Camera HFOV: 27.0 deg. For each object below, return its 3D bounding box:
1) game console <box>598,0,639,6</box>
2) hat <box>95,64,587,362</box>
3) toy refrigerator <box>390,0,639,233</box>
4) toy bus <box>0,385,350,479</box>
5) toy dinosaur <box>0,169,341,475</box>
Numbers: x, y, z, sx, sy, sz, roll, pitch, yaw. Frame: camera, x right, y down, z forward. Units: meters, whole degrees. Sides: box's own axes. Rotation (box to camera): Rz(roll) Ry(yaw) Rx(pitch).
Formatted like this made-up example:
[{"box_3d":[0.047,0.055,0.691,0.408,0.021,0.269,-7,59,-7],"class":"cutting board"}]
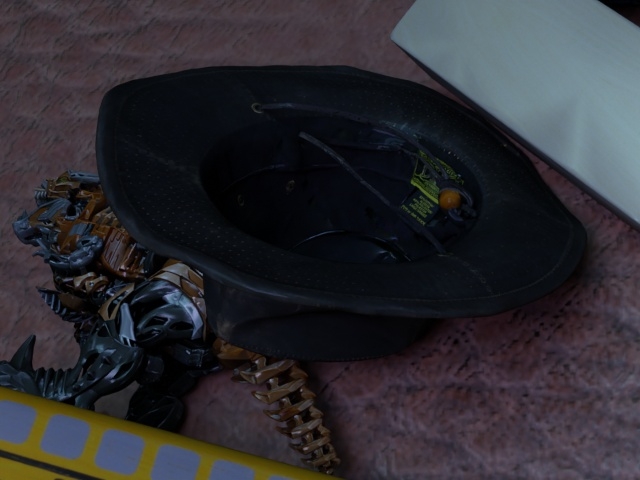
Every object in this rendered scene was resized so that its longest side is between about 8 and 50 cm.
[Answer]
[{"box_3d":[0.334,-0.266,0.914,0.250,0.173,0.293,21,87,62],"class":"game console"},{"box_3d":[0.000,0.000,0.884,0.331,0.331,0.134,43,129,33],"class":"hat"},{"box_3d":[0.184,-0.092,0.892,0.269,0.094,0.102,41,96,30],"class":"toy refrigerator"},{"box_3d":[-0.062,0.200,0.802,0.333,0.108,0.130,15,57,-2],"class":"toy bus"},{"box_3d":[-0.123,0.063,0.954,0.218,0.164,0.322,-47,39,-16],"class":"toy dinosaur"}]
